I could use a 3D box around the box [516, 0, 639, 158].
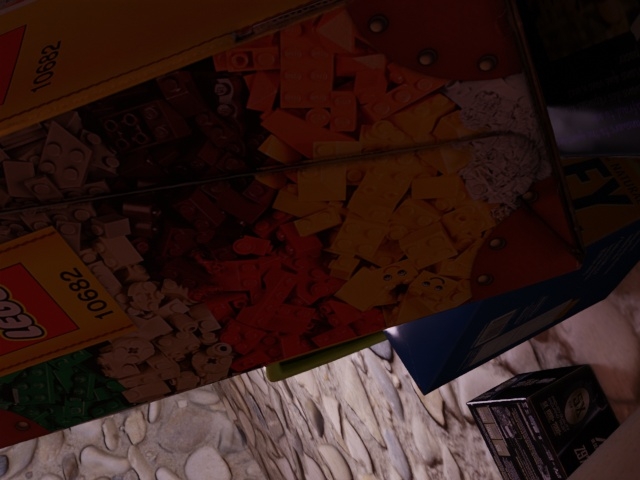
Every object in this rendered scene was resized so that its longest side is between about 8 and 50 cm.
[{"bbox_3d":[0.185,-0.195,0.512,0.143,0.165,0.271,12,124,68],"label":"box"}]

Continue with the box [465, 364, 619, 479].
[{"bbox_3d":[0.246,0.227,0.994,0.180,0.077,0.147,64,161,4],"label":"box"}]

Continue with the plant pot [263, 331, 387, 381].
[{"bbox_3d":[0.000,0.000,1.163,0.227,0.228,0.207,92,155,-52],"label":"plant pot"}]

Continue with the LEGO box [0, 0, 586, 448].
[{"bbox_3d":[-0.086,-0.161,0.635,0.500,0.372,0.193,-95,-18,-46],"label":"LEGO box"}]

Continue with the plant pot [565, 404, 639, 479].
[{"bbox_3d":[0.225,0.262,0.597,0.333,0.306,0.334,32,-170,-7],"label":"plant pot"}]

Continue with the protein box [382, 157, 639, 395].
[{"bbox_3d":[0.149,-0.007,0.777,0.136,0.201,0.200,57,159,21],"label":"protein box"}]
